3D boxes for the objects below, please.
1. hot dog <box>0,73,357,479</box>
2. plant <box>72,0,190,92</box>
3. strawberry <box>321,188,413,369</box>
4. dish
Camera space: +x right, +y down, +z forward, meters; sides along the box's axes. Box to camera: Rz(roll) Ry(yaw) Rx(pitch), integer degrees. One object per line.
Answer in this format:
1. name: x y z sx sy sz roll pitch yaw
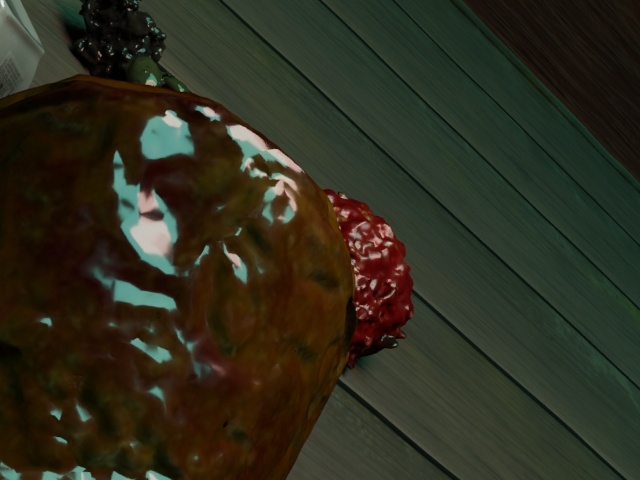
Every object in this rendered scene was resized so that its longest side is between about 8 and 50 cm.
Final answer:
1. hot dog: -0.142 0.106 0.798 0.267 0.387 0.174 37 -22 -14
2. plant: -0.166 -0.159 1.487 0.087 0.085 0.174 -18 74 -43
3. strawberry: 0.000 0.000 1.509 0.236 0.111 0.190 41 25 -25
4. dish: -0.256 -0.170 1.210 0.154 0.064 0.234 63 -2 8
